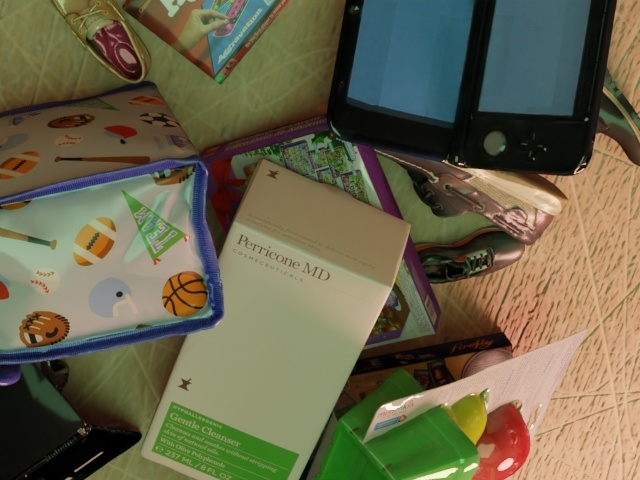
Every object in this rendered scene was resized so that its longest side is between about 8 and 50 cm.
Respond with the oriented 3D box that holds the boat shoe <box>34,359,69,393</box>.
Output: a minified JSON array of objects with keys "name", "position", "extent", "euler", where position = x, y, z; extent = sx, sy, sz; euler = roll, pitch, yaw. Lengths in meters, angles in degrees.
[{"name":"boat shoe","position":[-0.332,0.165,1.868],"extent":[0.049,0.056,0.152],"euler":[-16,114,0]}]

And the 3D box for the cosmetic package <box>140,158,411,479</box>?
[{"name":"cosmetic package","position":[-0.056,0.115,1.777],"extent":[0.197,0.155,0.365],"euler":[22,124,-1]}]

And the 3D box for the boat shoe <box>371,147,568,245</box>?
[{"name":"boat shoe","position":[0.161,-0.069,1.838],"extent":[0.285,0.103,0.092],"euler":[20,103,-20]}]

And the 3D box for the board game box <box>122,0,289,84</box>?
[{"name":"board game box","position":[-0.082,-0.330,1.736],"extent":[0.145,0.027,0.281],"euler":[37,101,-19]}]

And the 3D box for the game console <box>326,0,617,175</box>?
[{"name":"game console","position":[0.173,-0.233,1.687],"extent":[0.173,0.250,0.293],"euler":[13,85,-51]}]

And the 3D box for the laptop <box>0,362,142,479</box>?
[{"name":"laptop","position":[-0.385,0.241,1.845],"extent":[0.234,0.264,0.136],"euler":[-35,72,7]}]

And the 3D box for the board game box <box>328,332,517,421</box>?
[{"name":"board game box","position":[0.132,0.221,1.975],"extent":[0.243,0.042,0.165],"euler":[-10,112,-6]}]

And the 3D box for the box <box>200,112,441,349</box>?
[{"name":"box","position":[0.000,0.000,1.823],"extent":[0.201,0.057,0.293],"euler":[-14,115,21]}]

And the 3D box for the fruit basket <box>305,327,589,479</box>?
[{"name":"fruit basket","position":[0.145,0.257,1.846],"extent":[0.353,0.165,0.327],"euler":[-23,144,-41]}]

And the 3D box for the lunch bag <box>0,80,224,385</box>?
[{"name":"lunch bag","position":[-0.325,-0.004,1.649],"extent":[0.385,0.328,0.239],"euler":[-11,110,-13]}]

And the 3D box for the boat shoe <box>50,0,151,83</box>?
[{"name":"boat shoe","position":[-0.250,-0.246,1.722],"extent":[0.063,0.059,0.170],"euler":[-40,112,7]}]

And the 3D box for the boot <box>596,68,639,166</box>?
[{"name":"boot","position":[0.308,-0.144,1.856],"extent":[0.137,0.077,0.198],"euler":[-35,99,10]}]

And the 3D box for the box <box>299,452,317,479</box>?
[{"name":"box","position":[-0.005,0.392,1.924],"extent":[0.036,0.225,0.136],"euler":[-23,115,25]}]

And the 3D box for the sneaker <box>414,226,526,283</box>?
[{"name":"sneaker","position":[0.184,0.029,1.898],"extent":[0.158,0.065,0.061],"euler":[-13,112,-4]}]
